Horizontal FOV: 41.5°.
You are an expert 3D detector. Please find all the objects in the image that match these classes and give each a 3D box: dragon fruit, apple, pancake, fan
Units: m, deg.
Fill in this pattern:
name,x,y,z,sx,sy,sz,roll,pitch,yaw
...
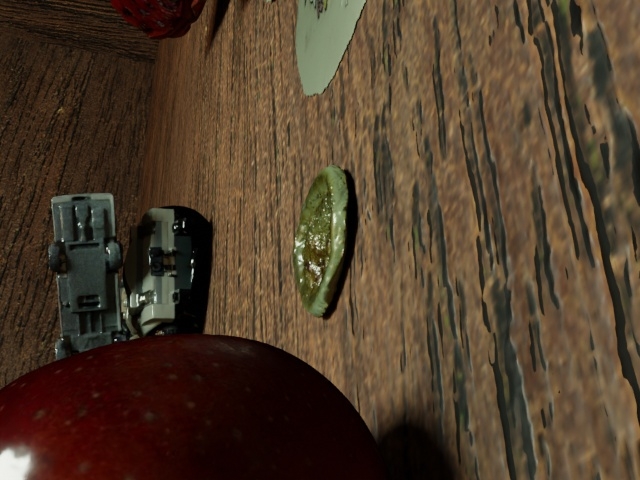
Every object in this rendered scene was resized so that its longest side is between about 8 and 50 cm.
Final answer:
name,x,y,z,sx,sy,sz,roll,pitch,yaw
dragon fruit,-0.183,-0.502,1.369,0.286,0.228,0.329,3,52,48
apple,-0.069,0.153,0.374,0.201,0.218,0.218,64,150,24
pancake,0.000,-0.001,0.582,0.108,0.017,0.108,-175,90,-72
fan,-0.012,-0.245,0.766,0.415,0.012,0.233,-150,70,-73

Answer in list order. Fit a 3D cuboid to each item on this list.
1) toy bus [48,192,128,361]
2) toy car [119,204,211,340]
name,x,y,z,sx,sy,sz,roll,pitch,yaw
toy bus,-0.296,0.072,1.082,0.106,0.092,0.268,-152,59,-73
toy car,-0.234,0.080,1.197,0.301,0.118,0.193,137,133,-62
